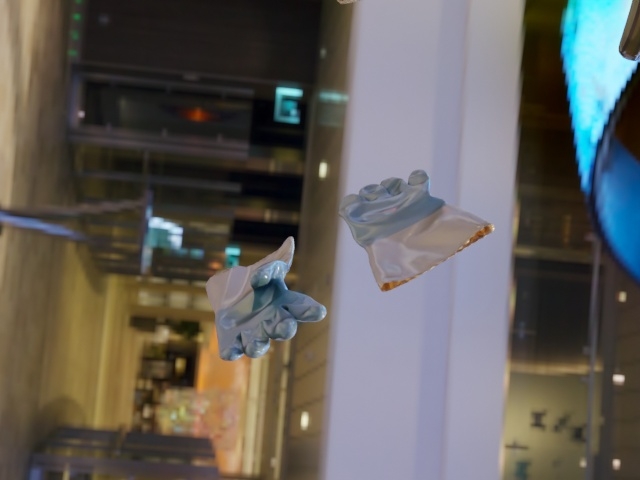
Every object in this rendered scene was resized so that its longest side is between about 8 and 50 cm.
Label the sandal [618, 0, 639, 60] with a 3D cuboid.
[{"bbox_3d":[0.267,-0.295,1.044,0.120,0.086,0.302,-40,135,-40],"label":"sandal"}]

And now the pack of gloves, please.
[{"bbox_3d":[0.000,0.000,0.903,0.046,0.195,0.232,59,-1,-15],"label":"pack of gloves"}]

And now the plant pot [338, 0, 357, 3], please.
[{"bbox_3d":[0.048,-0.278,1.107,0.109,0.096,0.109,52,-40,44],"label":"plant pot"}]
